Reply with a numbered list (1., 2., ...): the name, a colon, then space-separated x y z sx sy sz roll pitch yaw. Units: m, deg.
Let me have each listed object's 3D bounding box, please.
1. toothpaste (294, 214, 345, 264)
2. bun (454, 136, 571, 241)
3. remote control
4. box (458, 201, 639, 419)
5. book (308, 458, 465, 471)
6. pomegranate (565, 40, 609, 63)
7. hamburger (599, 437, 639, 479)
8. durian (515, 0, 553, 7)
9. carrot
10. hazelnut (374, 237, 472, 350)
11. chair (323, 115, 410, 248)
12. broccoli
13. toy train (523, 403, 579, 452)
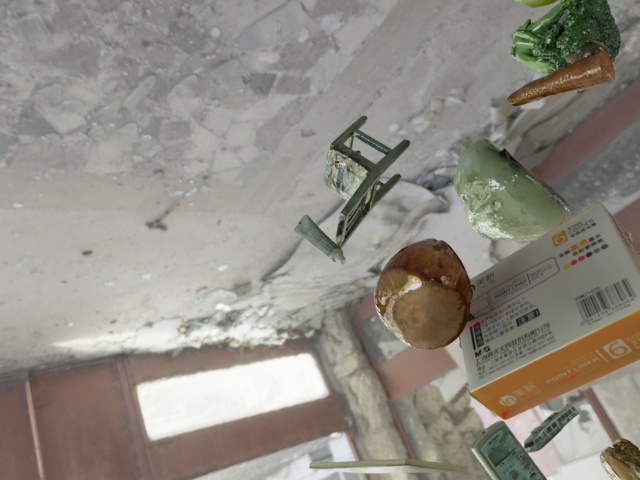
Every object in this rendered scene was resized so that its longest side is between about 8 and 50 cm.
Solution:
1. toothpaste: 0.000 0.000 1.178 0.029 0.197 0.048 29 98 -39
2. bun: 0.418 -0.097 1.289 0.187 0.293 0.293 -48 149 17
3. remote control: 0.428 0.512 1.194 0.098 0.234 0.038 -34 172 -18
4. box: 0.326 0.098 0.786 0.091 0.221 0.273 40 123 -23
5. book: 0.159 0.563 1.369 0.228 0.018 0.322 23 147 -36
6. pomegranate: 0.539 -0.370 1.120 0.073 0.084 0.073 -43 155 -26
7. hamburger: 0.621 0.462 1.086 0.083 0.138 0.147 -37 126 6
8. durian: 0.534 -0.662 1.251 0.255 0.205 0.340 -7 158 -25
9. carrot: 0.453 -0.302 1.075 0.061 0.061 0.209 -3 176 -39
10. hazelnut: 0.155 0.074 0.792 0.150 0.150 0.150 -20 156 -9
11. chair: 0.066 -0.134 1.232 0.270 0.147 0.136 -47 161 -28
12. broccoli: 0.678 -0.557 1.521 0.308 0.274 0.308 -44 142 -48
13. toy train: 0.608 0.502 1.471 0.207 0.047 0.043 -24 164 -30
